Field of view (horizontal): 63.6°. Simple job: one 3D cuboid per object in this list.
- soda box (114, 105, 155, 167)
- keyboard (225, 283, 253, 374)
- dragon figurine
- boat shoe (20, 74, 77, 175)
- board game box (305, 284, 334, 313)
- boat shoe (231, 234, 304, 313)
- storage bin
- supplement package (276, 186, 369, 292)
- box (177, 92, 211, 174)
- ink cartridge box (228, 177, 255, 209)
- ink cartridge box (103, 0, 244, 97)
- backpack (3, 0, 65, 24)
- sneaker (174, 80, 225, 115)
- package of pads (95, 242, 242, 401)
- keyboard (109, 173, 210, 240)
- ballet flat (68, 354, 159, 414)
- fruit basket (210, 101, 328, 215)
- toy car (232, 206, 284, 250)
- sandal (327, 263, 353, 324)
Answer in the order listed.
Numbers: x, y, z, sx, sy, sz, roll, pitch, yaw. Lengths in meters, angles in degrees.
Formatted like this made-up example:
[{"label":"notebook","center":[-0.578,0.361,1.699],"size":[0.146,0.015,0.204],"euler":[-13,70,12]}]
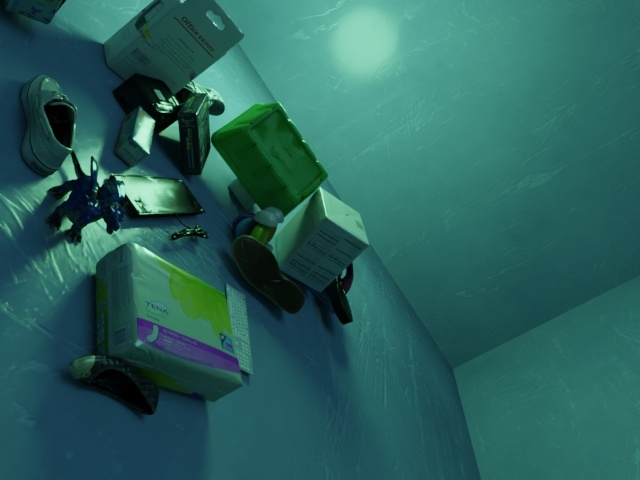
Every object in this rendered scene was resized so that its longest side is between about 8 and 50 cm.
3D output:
[{"label":"soda box","center":[-0.464,-0.263,1.296],"size":[0.058,0.062,0.183],"euler":[46,19,-37]},{"label":"keyboard","center":[-0.205,0.216,1.286],"size":[0.072,0.014,0.256],"euler":[46,18,-40]},{"label":"dragon figurine","center":[-0.417,-0.094,0.947],"size":[0.085,0.144,0.289],"euler":[46,19,-40]},{"label":"boat shoe","center":[-0.524,-0.246,1.011],"size":[0.096,0.088,0.268],"euler":[42,22,-46]},{"label":"board game box","center":[0.001,0.164,2.009],"size":[0.210,0.047,0.160],"euler":[48,17,-37]},{"label":"boat shoe","center":[-0.166,0.101,1.509],"size":[0.098,0.109,0.302],"euler":[10,-33,53]},{"label":"storage bin","center":[-0.480,-0.387,1.456],"size":[0.122,0.084,0.180],"euler":[58,14,-2]},{"label":"supplement package","center":[0.000,0.000,1.822],"size":[0.198,0.263,0.199],"euler":[31,27,-27]},{"label":"box","center":[-0.374,-0.324,1.544],"size":[0.233,0.059,0.184],"euler":[-97,-170,-59]},{"label":"ink cartridge box","center":[-0.256,-0.189,1.844],"size":[0.104,0.060,0.180],"euler":[54,15,-13]},{"label":"ink cartridge box","center":[-0.422,-0.581,1.498],"size":[0.207,0.353,0.119],"euler":[40,23,-52]},{"label":"backpack","center":[-0.641,-0.621,1.131],"size":[0.191,0.225,0.254],"euler":[2,60,-47]},{"label":"sneaker","center":[-0.429,-0.484,1.786],"size":[0.282,0.099,0.153],"euler":[30,26,-49]},{"label":"package of pads","center":[-0.281,0.156,0.976],"size":[0.296,0.101,0.229],"euler":[42,22,-50]},{"label":"keyboard","center":[-0.376,-0.076,1.277],"size":[0.202,0.033,0.317],"euler":[53,15,6]},{"label":"ballet flat","center":[-0.315,0.224,0.807],"size":[0.173,0.057,0.049],"euler":[46,9,-44]},{"label":"fruit basket","center":[-0.180,-0.272,1.779],"size":[0.392,0.283,0.392],"euler":[35,-29,23]},{"label":"toy car","center":[-0.203,-0.033,1.592],"size":[0.136,0.159,0.182],"euler":[24,15,5]},{"label":"sandal","center":[0.080,0.125,2.000],"size":[0.168,0.106,0.446],"euler":[57,14,-46]}]
